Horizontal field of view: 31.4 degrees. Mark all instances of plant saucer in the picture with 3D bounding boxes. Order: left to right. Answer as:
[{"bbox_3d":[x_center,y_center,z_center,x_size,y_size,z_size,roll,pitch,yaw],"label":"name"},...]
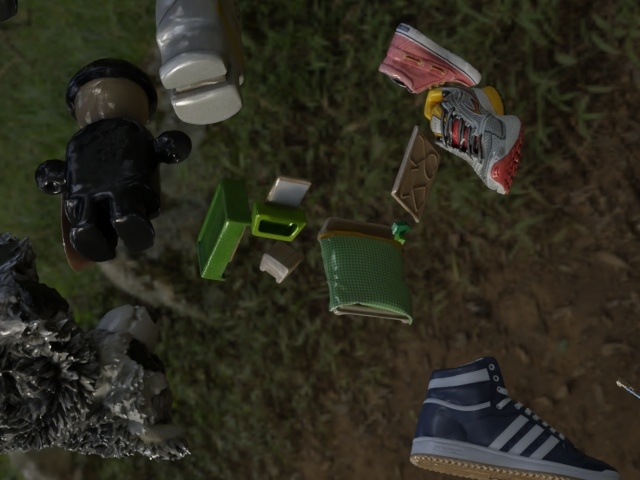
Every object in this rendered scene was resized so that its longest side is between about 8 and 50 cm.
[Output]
[{"bbox_3d":[-0.271,-0.047,1.345,0.168,0.029,0.168,2,-90,-87],"label":"plant saucer"}]

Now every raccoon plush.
[{"bbox_3d":[-0.356,0.202,1.169,0.299,0.446,0.216,58,170,-31],"label":"raccoon plush"}]

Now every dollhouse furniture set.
[{"bbox_3d":[0.000,0.000,0.734,0.076,0.151,0.058,-101,29,-41],"label":"dollhouse furniture set"}]

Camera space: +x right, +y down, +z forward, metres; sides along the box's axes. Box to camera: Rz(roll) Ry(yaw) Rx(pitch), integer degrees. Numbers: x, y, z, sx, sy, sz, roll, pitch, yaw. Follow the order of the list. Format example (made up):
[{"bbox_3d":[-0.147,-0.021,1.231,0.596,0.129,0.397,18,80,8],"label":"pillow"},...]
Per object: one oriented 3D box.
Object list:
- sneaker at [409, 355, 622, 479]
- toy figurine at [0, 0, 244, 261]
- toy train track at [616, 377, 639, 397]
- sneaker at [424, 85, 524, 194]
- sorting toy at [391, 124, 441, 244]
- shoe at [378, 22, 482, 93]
[{"bbox_3d":[0.268,0.247,1.518,0.099,0.282,0.153,104,177,-65],"label":"sneaker"},{"bbox_3d":[-0.155,-0.112,0.648,0.209,0.213,0.148,-51,34,40],"label":"toy figurine"},{"bbox_3d":[0.488,0.240,1.736,0.083,0.048,0.014,35,137,13],"label":"toy train track"},{"bbox_3d":[0.175,-0.120,1.332,0.225,0.092,0.088,-108,25,-64],"label":"sneaker"},{"bbox_3d":[0.067,-0.038,0.862,0.012,0.062,0.083,13,74,28],"label":"sorting toy"},{"bbox_3d":[0.165,-0.255,1.723,0.063,0.178,0.081,36,99,51],"label":"shoe"}]
